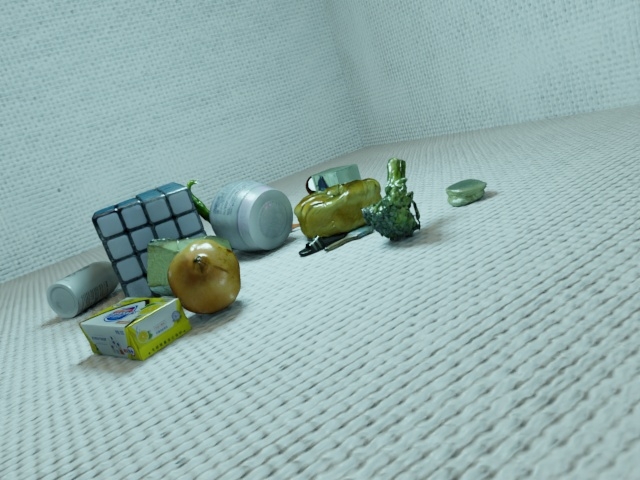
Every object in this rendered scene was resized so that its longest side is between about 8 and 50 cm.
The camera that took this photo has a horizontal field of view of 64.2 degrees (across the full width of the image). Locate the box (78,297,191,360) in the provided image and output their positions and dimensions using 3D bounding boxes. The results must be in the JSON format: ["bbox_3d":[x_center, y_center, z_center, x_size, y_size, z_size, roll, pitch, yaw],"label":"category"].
[{"bbox_3d":[-0.497,0.229,1.363,0.265,0.097,0.168,-5,18,42],"label":"box"}]

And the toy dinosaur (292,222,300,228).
[{"bbox_3d":[-0.181,-0.047,2.129,0.279,0.055,0.101,-15,37,2],"label":"toy dinosaur"}]

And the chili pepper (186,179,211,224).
[{"bbox_3d":[-0.422,-0.093,2.035,0.085,0.359,0.076,-31,43,4],"label":"chili pepper"}]

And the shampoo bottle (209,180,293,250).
[{"bbox_3d":[-0.266,-0.091,1.958,0.266,0.273,0.273,12,30,40],"label":"shampoo bottle"}]

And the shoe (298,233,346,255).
[{"bbox_3d":[0.000,0.000,1.742,0.179,0.049,0.071,-22,14,-16],"label":"shoe"}]

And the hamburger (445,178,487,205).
[{"bbox_3d":[0.499,-0.167,1.755,0.140,0.062,0.133,-19,18,-14],"label":"hamburger"}]

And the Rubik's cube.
[{"bbox_3d":[-0.611,-0.002,1.884,0.337,0.344,0.344,-23,15,-20],"label":"Rubik's cube"}]

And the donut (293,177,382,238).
[{"bbox_3d":[0.074,-0.127,1.903,0.360,0.170,0.360,-18,12,4],"label":"donut"}]

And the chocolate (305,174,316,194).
[{"bbox_3d":[-0.017,-0.298,2.784,0.127,0.124,0.133,-20,-17,7],"label":"chocolate"}]

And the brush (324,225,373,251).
[{"bbox_3d":[0.091,-0.004,1.715,0.196,0.021,0.070,-28,18,-27],"label":"brush"}]

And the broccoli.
[{"bbox_3d":[0.216,-0.146,1.544,0.177,0.275,0.198,1,-13,15],"label":"broccoli"}]

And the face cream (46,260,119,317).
[{"bbox_3d":[-0.879,0.158,2.003,0.145,0.145,0.370,-12,16,20],"label":"face cream"}]

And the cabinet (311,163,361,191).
[{"bbox_3d":[0.079,-0.280,2.524,0.150,0.145,0.206,-28,17,-35],"label":"cabinet"}]

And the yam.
[{"bbox_3d":[-0.406,0.078,1.635,0.201,0.202,0.271,6,-11,-44],"label":"yam"}]

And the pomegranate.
[{"bbox_3d":[-0.323,0.101,1.419,0.209,0.209,0.209,-16,14,4],"label":"pomegranate"}]
